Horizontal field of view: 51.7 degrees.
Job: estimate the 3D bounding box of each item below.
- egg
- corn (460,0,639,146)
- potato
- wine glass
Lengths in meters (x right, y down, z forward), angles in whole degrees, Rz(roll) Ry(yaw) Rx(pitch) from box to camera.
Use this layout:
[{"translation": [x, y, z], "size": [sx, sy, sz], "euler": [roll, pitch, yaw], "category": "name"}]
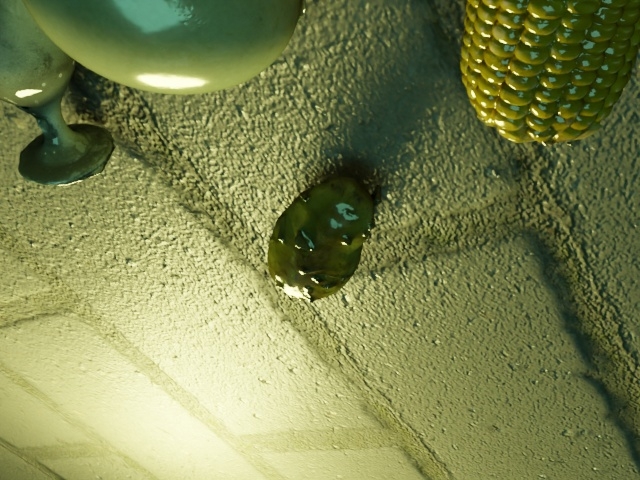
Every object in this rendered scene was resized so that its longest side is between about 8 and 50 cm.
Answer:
[{"translation": [-0.138, -0.220, 0.554], "size": [0.253, 0.186, 0.186], "euler": [15, 139, 0], "category": "egg"}, {"translation": [0.179, -0.228, 0.463], "size": [0.144, 0.143, 0.387], "euler": [9, 140, 12], "category": "corn"}, {"translation": [0.000, 0.000, 0.815], "size": [0.117, 0.090, 0.225], "euler": [24, 140, -6], "category": "potato"}, {"translation": [-0.314, -0.182, 0.712], "size": [0.127, 0.126, 0.241], "euler": [8, 137, 13], "category": "wine glass"}]
